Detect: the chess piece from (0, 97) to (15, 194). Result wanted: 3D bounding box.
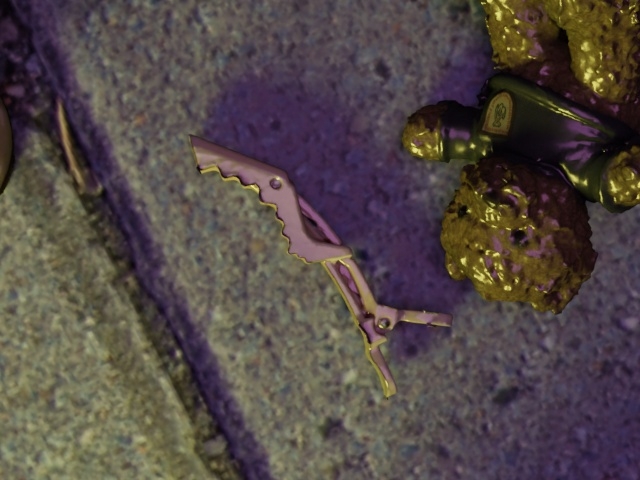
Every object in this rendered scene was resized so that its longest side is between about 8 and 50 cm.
[{"bbox_3d":[-0.279,-0.068,0.643,0.143,0.261,0.142,0,88,-1],"label":"chess piece"}]

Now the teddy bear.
[{"bbox_3d":[0.152,-0.081,0.727,0.129,0.182,0.251,-3,110,-40],"label":"teddy bear"}]

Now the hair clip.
[{"bbox_3d":[0.000,0.000,0.764,0.072,0.034,0.226,-40,90,-4],"label":"hair clip"}]
